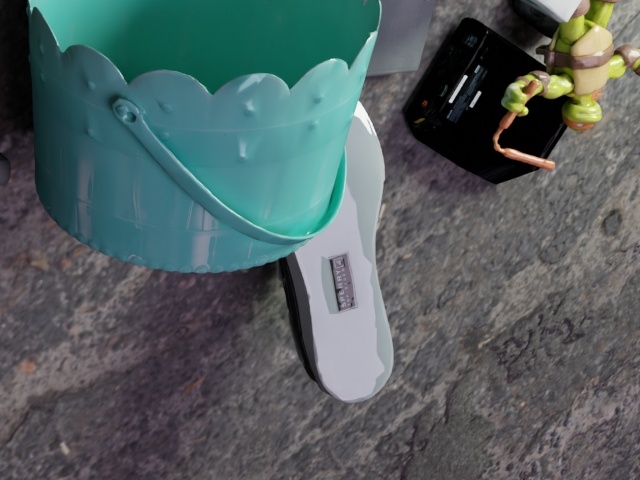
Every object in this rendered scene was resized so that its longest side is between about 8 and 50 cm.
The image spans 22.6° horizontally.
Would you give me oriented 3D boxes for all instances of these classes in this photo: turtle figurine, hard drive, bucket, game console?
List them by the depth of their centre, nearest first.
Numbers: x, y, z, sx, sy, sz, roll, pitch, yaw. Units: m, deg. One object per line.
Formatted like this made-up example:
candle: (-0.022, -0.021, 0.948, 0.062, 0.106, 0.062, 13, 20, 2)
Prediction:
bucket: (-0.096, -0.115, 1.244, 0.281, 0.281, 0.183, -18, 133, -34)
hard drive: (0.046, -0.199, 1.497, 0.135, 0.022, 0.094, -10, 125, -39)
turtle figurine: (0.274, -0.199, 1.601, 0.270, 0.087, 0.217, -15, 121, -27)
game console: (0.239, -0.229, 1.647, 0.213, 0.044, 0.361, 23, 102, -51)

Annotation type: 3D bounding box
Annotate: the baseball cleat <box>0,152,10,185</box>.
baseball cleat: (-0.295, -0.106, 1.202, 0.206, 0.072, 0.109, 26, 93, -54)

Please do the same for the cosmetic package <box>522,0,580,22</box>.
cosmetic package: (0.178, -0.351, 1.421, 0.225, 0.138, 0.224, 24, 101, -51)

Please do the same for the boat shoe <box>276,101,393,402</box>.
boat shoe: (0.004, -0.001, 1.539, 0.113, 0.105, 0.306, -18, 106, -21)
